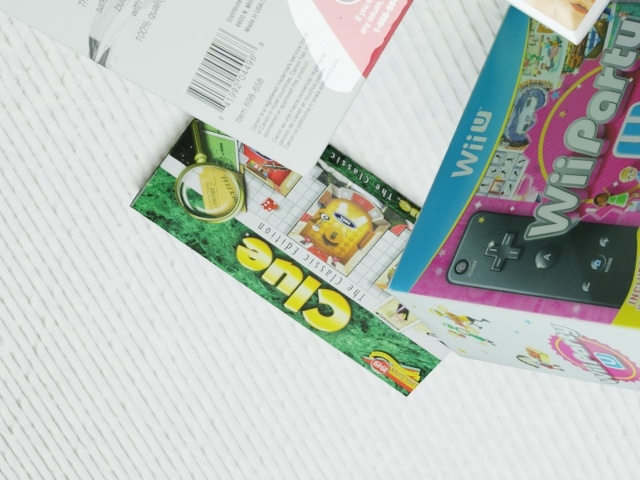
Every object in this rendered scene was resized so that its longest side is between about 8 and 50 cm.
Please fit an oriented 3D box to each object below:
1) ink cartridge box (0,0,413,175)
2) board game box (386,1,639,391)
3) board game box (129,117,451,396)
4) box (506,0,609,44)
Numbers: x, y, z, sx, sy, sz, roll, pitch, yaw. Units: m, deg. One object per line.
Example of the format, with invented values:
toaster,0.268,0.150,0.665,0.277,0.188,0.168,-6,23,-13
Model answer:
ink cartridge box,-0.075,-0.200,1.258,0.272,0.114,0.197,28,126,-5
board game box,0.217,-0.026,1.153,0.303,0.224,0.097,7,156,43
board game box,0.000,0.000,1.423,0.259,0.030,0.136,34,127,-8
box,0.107,-0.287,1.114,0.262,0.127,0.231,33,113,-2
